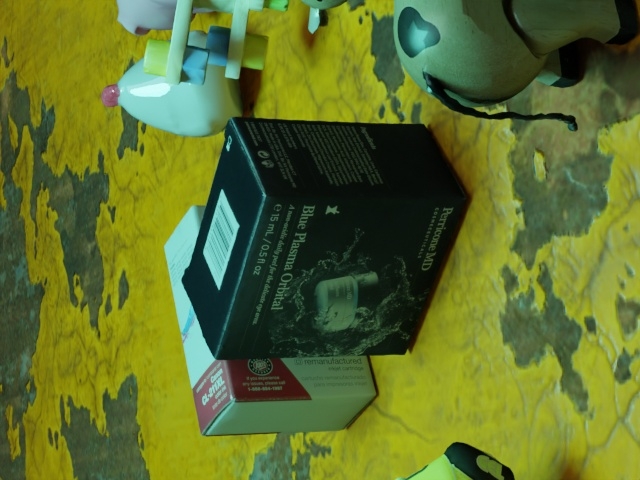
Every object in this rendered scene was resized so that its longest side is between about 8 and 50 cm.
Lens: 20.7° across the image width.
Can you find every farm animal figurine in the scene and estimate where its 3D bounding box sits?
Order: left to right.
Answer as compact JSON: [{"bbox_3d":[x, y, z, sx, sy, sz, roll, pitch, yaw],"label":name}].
[{"bbox_3d":[0.068,-0.210,1.098,0.330,0.172,0.327,120,139,-50],"label":"farm animal figurine"}]

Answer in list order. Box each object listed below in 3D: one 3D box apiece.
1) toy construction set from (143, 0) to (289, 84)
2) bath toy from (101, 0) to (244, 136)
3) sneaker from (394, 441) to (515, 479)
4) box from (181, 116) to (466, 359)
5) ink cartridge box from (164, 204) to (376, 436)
[{"bbox_3d":[-0.058,-0.298,1.404,0.215,0.151,0.327,-83,17,-55],"label":"toy construction set"},{"bbox_3d":[-0.149,-0.257,1.632,0.151,0.129,0.348,53,-150,-73],"label":"bath toy"},{"bbox_3d":[0.056,0.256,1.230,0.147,0.145,0.384,-61,4,-25],"label":"sneaker"},{"bbox_3d":[0.000,0.000,1.272,0.093,0.158,0.156,-116,35,-45],"label":"box"},{"bbox_3d":[-0.043,0.062,1.402,0.072,0.127,0.175,-52,45,51],"label":"ink cartridge box"}]
